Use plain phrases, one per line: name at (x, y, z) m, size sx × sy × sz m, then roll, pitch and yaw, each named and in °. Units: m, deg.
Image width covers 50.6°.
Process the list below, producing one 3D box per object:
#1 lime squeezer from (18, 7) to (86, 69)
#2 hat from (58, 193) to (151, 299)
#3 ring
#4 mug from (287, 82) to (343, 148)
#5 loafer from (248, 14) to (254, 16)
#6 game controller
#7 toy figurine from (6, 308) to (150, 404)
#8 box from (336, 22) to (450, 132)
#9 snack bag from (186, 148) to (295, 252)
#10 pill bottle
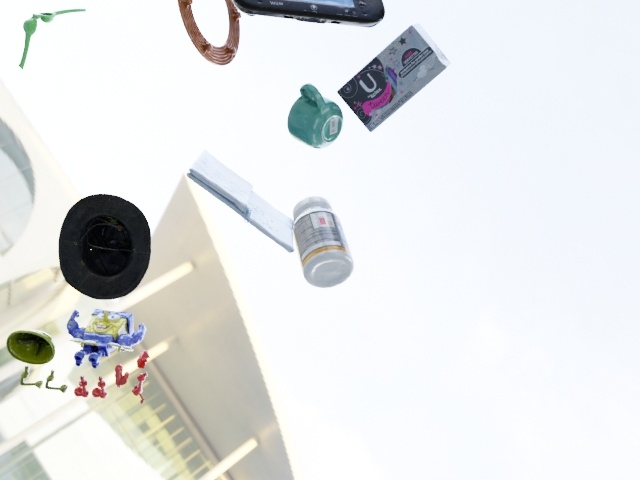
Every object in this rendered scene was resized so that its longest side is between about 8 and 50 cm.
lime squeezer at (-0.930, -0.723, 2.292) m, size 0.059 × 0.310 × 0.110 m, roll 18°, pitch -27°, yaw 49°
hat at (-0.665, 0.019, 2.143) m, size 0.331 × 0.331 × 0.134 m, roll 57°, pitch 3°, yaw 1°
ring at (-0.322, -0.695, 2.032) m, size 0.032 × 0.336 × 0.336 m, roll -5°, pitch -64°, yaw 23°
mug at (-0.011, -0.299, 1.685) m, size 0.097 × 0.129 × 0.158 m, roll 32°, pitch 2°, yaw 34°
loafer at (-0.201, -0.773, 2.086) m, size 0.061 × 0.062 × 0.170 m, roll 153°, pitch -54°, yaw -63°
game controller at (-0.028, -0.497, 1.346) m, size 0.067 × 0.319 × 0.166 m, roll 110°, pitch -27°, yaw -46°
toy figurine at (-0.584, 0.265, 1.757) m, size 0.363 × 0.217 × 0.191 m, roll 4°, pitch -58°, yaw 8°
box at (0.186, -0.414, 1.712) m, size 0.247 × 0.163 × 0.142 m, roll -39°, pitch -85°, yaw 23°
snack bag at (-0.195, -0.109, 1.795) m, size 0.342 × 0.037 × 0.323 m, roll 38°, pitch 10°, yaw -11°
pill bottle at (0.000, 0.000, 2.122) m, size 0.162 × 0.162 × 0.278 m, roll 99°, pitch -18°, yaw -46°
